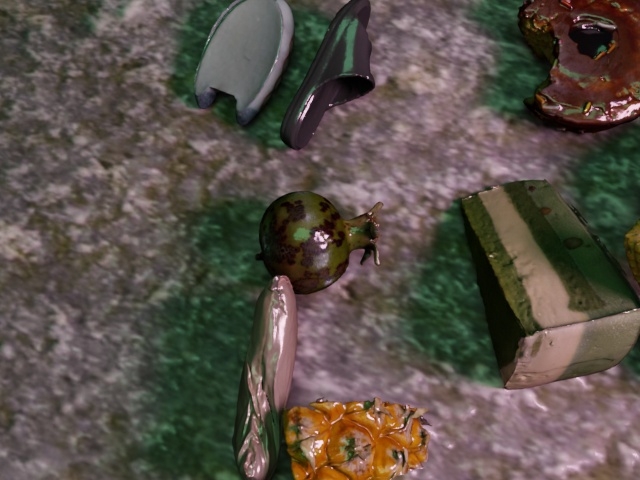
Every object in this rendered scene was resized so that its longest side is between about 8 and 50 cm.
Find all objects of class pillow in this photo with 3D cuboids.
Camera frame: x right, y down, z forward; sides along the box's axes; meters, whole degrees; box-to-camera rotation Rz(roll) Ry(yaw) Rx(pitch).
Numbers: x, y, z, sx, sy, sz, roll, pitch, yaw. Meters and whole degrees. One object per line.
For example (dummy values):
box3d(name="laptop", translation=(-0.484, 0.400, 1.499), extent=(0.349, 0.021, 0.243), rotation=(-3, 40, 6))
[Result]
box3d(name="pillow", translation=(-0.072, 0.190, 0.932), extent=(0.067, 0.173, 0.270), rotation=(8, 76, -2))

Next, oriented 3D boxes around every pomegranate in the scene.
box3d(name="pomegranate", translation=(-0.002, 0.007, 0.991), extent=(0.169, 0.148, 0.148), rotation=(9, 77, -2))

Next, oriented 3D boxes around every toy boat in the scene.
box3d(name="toy boat", translation=(-0.110, -0.284, 1.120), extent=(0.134, 0.079, 0.207), rotation=(22, 91, 21))

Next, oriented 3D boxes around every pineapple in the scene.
box3d(name="pineapple", translation=(0.036, 0.265, 0.910), extent=(0.186, 0.236, 0.114), rotation=(-26, 63, 42))

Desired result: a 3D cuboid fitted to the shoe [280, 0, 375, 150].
box3d(name="shoe", translation=(0.033, -0.232, 1.062), extent=(0.093, 0.108, 0.241), rotation=(29, 88, 13))

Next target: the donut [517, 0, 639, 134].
box3d(name="donut", translation=(0.383, -0.259, 1.021), extent=(0.216, 0.096, 0.230), rotation=(-16, 74, 1))

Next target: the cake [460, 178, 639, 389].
box3d(name="cake", translation=(0.289, 0.064, 0.976), extent=(0.158, 0.172, 0.283), rotation=(-11, 41, -2))

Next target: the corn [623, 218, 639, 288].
box3d(name="corn", translation=(0.458, 0.094, 0.848), extent=(0.115, 0.115, 0.318), rotation=(-39, 113, -3))
